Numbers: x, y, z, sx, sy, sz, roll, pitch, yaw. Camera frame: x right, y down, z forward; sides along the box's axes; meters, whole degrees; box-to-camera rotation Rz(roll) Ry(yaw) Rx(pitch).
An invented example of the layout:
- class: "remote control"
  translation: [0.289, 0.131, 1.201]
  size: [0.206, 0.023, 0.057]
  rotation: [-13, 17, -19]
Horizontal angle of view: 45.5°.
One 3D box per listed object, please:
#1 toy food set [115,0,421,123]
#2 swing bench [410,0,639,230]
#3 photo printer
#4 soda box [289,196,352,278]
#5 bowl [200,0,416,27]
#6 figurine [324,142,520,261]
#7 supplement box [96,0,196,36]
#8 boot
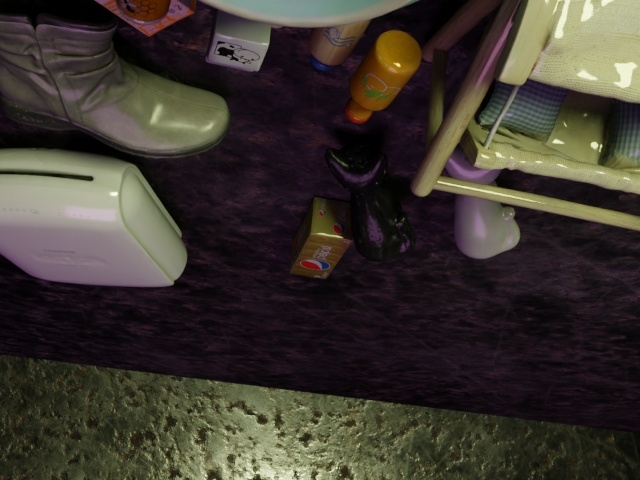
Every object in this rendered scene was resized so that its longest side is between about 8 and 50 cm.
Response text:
- class: "toy food set"
  translation: [-0.044, -0.173, 0.614]
  size: [0.232, 0.111, 0.104]
  rotation: [9, 158, -14]
- class: "swing bench"
  translation: [0.231, -0.131, 0.582]
  size: [0.253, 0.165, 0.254]
  rotation: [10, 158, -9]
- class: "photo printer"
  translation: [-0.346, -0.029, 1.066]
  size: [0.256, 0.107, 0.307]
  rotation: [3, 159, 6]
- class: "soda box"
  translation: [0.000, 0.000, 1.119]
  size: [0.061, 0.058, 0.181]
  rotation: [9, 158, -8]
- class: "bowl"
  translation: [-0.009, -0.230, 0.394]
  size: [0.312, 0.163, 0.311]
  rotation: [5, 158, 2]
- class: "figurine"
  translation: [0.126, -0.056, 0.917]
  size: [0.215, 0.092, 0.209]
  rotation: [-2, 153, 16]
- class: "supplement box"
  translation: [-0.158, -0.218, 0.633]
  size: [0.062, 0.036, 0.098]
  rotation: [-13, 152, 38]
- class: "boot"
  translation: [-0.203, -0.162, 0.737]
  size: [0.247, 0.083, 0.161]
  rotation: [8, 153, -10]
